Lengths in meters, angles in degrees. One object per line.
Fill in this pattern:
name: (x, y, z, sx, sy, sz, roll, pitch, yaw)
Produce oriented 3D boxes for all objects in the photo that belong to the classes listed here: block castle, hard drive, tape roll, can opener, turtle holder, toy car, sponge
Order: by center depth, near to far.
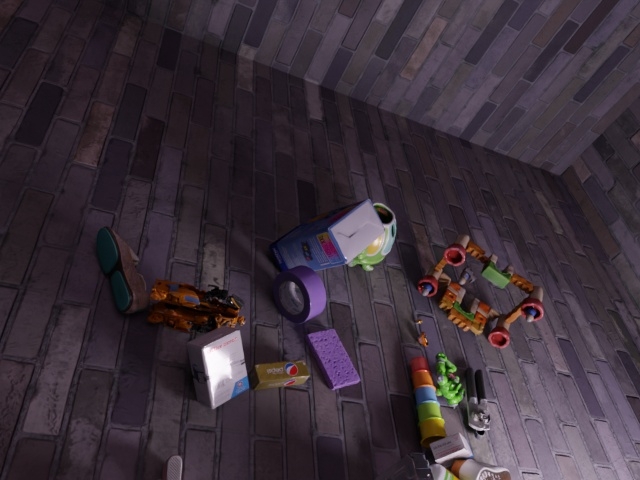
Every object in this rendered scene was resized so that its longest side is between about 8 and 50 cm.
hard drive: (0.245, 0.783, 1.450, 0.064, 0.237, 0.339, 12, 45, -24)
sponge: (0.041, 0.406, 1.848, 0.117, 0.031, 0.210, -6, 54, -37)
tape roll: (-0.074, 0.187, 1.867, 0.080, 0.189, 0.189, -19, 62, -44)
can opener: (0.572, 0.600, 1.987, 0.075, 0.095, 0.283, 10, 31, 5)
toy car: (0.396, 0.369, 2.130, 0.040, 0.060, 0.122, -17, 27, 8)
turtle holder: (0.178, -0.029, 2.217, 0.320, 0.227, 0.243, -15, 60, -42)
block castle: (0.655, 0.221, 2.227, 0.453, 0.303, 0.213, 36, 41, 5)

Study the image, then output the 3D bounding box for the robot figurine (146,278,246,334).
robot figurine: (-0.372, 0.221, 1.637, 0.290, 0.211, 0.085, 16, 38, -5)

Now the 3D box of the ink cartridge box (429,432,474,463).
ink cartridge box: (0.415, 0.666, 1.710, 0.181, 0.104, 0.062, 51, 16, -54)

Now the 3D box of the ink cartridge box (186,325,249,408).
ink cartridge box: (-0.293, 0.362, 1.550, 0.139, 0.082, 0.191, -21, 108, -44)

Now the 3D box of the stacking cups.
stacking cups: (0.375, 0.551, 1.875, 0.096, 0.096, 0.316, 18, 42, -17)

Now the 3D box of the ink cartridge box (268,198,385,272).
ink cartridge box: (0.000, 0.000, 2.003, 0.270, 0.395, 0.151, -36, 103, -43)

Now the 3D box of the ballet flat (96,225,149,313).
ballet flat: (-0.616, 0.095, 1.690, 0.106, 0.107, 0.316, 11, 47, -53)

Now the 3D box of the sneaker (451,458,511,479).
sneaker: (0.519, 0.757, 1.736, 0.290, 0.123, 0.106, 40, 70, -40)

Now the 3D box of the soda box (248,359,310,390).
soda box: (-0.129, 0.423, 1.697, 0.181, 0.058, 0.061, 1, 50, -32)

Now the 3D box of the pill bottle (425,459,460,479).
pill bottle: (0.367, 0.767, 1.621, 0.245, 0.136, 0.136, 38, 40, 5)

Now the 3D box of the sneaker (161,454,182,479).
sneaker: (-0.379, 0.610, 1.362, 0.050, 0.070, 0.134, 12, 74, -16)

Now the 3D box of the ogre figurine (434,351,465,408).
ogre figurine: (0.464, 0.514, 1.944, 0.096, 0.197, 0.118, 0, 24, 25)
